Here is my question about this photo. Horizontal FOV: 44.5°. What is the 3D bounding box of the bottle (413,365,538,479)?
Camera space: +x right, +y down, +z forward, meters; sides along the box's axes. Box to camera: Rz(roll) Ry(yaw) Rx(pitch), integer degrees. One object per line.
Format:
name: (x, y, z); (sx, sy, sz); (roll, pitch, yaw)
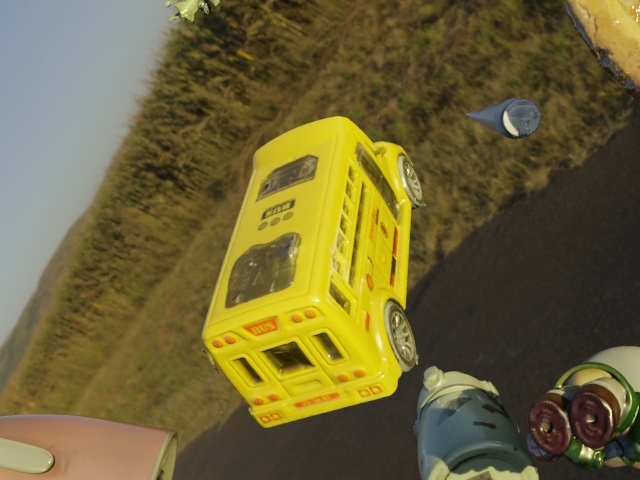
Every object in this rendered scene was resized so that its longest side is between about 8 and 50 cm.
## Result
bottle: (0.289, 0.401, 1.555); (0.229, 0.229, 0.352); (-59, 11, 15)

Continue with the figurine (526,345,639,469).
figurine: (0.394, 0.228, 1.053); (0.281, 0.370, 0.167); (-24, 71, 33)

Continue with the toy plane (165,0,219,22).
toy plane: (-0.176, -0.355, 1.138); (0.102, 0.040, 0.111); (14, 58, 32)

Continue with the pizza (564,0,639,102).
pizza: (0.609, -0.240, 1.134); (0.080, 0.434, 0.392); (110, 145, -69)

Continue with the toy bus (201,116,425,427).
toy bus: (0.000, 0.000, 0.724); (0.144, 0.152, 0.330); (-21, 33, 23)

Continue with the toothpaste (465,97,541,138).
toothpaste: (0.354, -0.232, 1.494); (0.299, 0.113, 0.073); (-76, -7, -81)

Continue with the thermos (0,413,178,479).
thermos: (-0.295, 0.241, 0.812); (0.176, 0.264, 0.146); (106, 176, -59)
